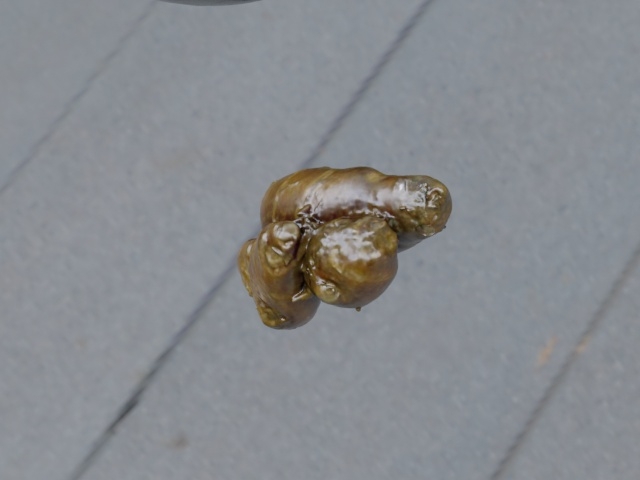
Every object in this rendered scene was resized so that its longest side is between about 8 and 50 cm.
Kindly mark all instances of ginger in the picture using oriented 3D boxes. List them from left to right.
[{"bbox_3d":[0.000,0.000,1.006,0.162,0.073,0.103,-10,40,57],"label":"ginger"}]

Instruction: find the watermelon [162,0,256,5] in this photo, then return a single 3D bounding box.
[{"bbox_3d":[-0.048,-0.208,0.780,0.212,0.212,0.212,-21,42,20],"label":"watermelon"}]
